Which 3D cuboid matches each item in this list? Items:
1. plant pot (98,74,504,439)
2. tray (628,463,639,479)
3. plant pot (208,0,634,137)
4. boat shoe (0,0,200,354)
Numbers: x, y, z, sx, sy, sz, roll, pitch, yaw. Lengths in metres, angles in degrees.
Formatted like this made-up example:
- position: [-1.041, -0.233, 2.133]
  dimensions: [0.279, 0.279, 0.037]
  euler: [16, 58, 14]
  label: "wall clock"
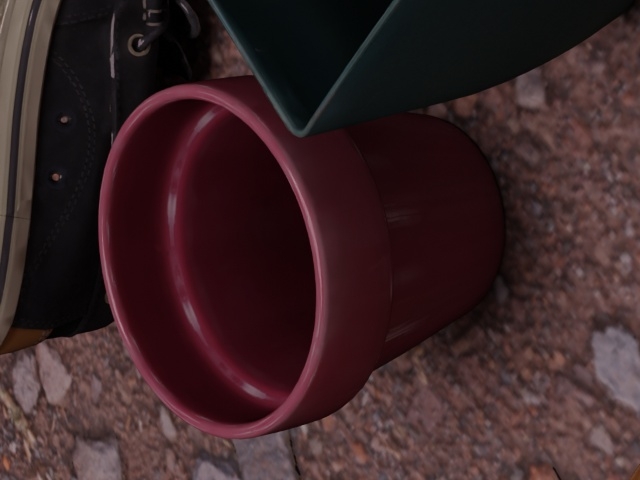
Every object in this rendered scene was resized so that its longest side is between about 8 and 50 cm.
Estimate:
- position: [0.000, 0.000, 0.979]
  dimensions: [0.201, 0.180, 0.201]
  euler: [13, 108, 46]
  label: "plant pot"
- position: [0.238, 0.177, 0.829]
  dimensions: [0.203, 0.076, 0.411]
  euler: [49, 130, 30]
  label: "tray"
- position: [0.073, -0.172, 0.814]
  dimensions: [0.165, 0.234, 0.166]
  euler: [59, 135, 22]
  label: "plant pot"
- position: [-0.174, -0.161, 1.172]
  dimensions: [0.187, 0.156, 0.500]
  euler: [17, 100, 51]
  label: "boat shoe"
